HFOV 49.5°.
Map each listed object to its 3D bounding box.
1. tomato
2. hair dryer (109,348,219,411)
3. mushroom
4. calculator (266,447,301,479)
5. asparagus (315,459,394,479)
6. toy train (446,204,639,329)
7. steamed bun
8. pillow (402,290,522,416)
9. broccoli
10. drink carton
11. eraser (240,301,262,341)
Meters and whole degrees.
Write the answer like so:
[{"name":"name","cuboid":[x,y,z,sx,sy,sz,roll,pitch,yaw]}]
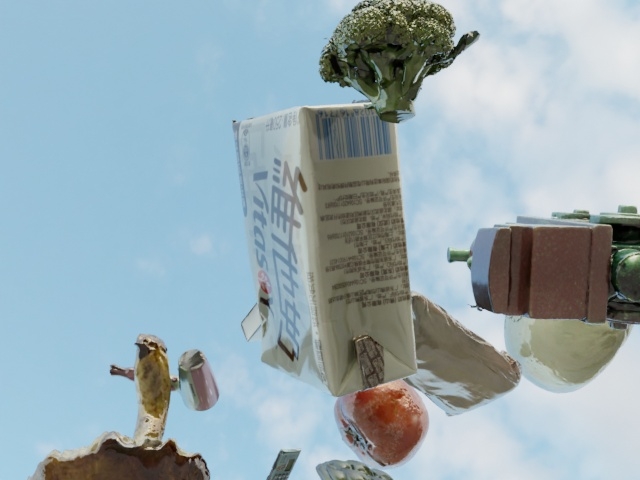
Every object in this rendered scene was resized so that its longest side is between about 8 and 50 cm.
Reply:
[{"name":"tomato","cuboid":[0.145,0.411,1.610,0.188,0.232,0.232,-27,-70,-27]},{"name":"hair dryer","cuboid":[-0.227,0.195,0.988,0.154,0.054,0.106,1,-43,8]},{"name":"mushroom","cuboid":[-0.201,0.285,0.862,0.208,0.302,0.233,0,-59,30]},{"name":"calculator","cuboid":[-0.095,0.532,1.563,0.057,0.018,0.172,5,-60,-33]},{"name":"asparagus","cuboid":[0.088,0.363,0.948,0.080,0.287,0.080,-9,-75,-38]},{"name":"toy train","cuboid":[0.288,0.028,0.882,0.221,0.304,0.150,2,-87,-2]},{"name":"steamed bun","cuboid":[0.535,0.167,1.538,0.233,0.312,0.334,34,-41,12]},{"name":"pillow","cuboid":[0.169,0.175,1.025,0.270,0.067,0.173,33,-49,-26]},{"name":"broccoli","cuboid":[0.068,-0.173,0.656,0.131,0.130,0.120,5,-102,-32]},{"name":"drink carton","cuboid":[0.000,-0.001,0.832,0.132,0.194,0.324,-9,-83,-28]},{"name":"eraser","cuboid":[-0.047,0.161,1.458,0.225,0.052,0.095,-1,-37,-39]}]
